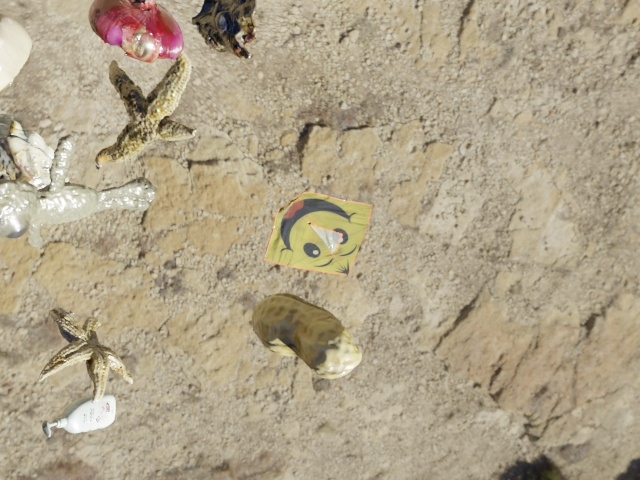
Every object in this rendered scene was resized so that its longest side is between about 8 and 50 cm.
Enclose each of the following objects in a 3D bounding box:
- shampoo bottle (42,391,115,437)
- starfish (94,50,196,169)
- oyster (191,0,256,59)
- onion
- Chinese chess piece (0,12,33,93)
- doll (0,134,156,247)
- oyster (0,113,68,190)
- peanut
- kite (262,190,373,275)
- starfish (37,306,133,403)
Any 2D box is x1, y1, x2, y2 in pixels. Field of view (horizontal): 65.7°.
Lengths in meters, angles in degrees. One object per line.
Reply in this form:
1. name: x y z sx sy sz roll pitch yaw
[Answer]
1. shampoo bottle: -0.505 0.366 1.035 0.152 0.045 0.077 8 84 -59
2. starfish: -0.548 -0.400 1.479 0.082 0.432 0.323 -19 103 -58
3. oyster: -0.293 -0.684 1.498 0.096 0.361 0.221 5 109 -41
4. onion: -0.285 -0.368 0.794 0.150 0.150 0.140 13 126 -28
5. Chinese chess piece: -0.875 -0.479 1.303 0.250 0.250 0.103 -43 140 2
6. doll: -0.399 -0.052 0.775 0.203 0.286 0.091 -32 80 6
7. oyster: -0.804 -0.201 1.317 0.355 0.107 0.201 36 101 -16
8. peanut: -0.036 0.208 1.094 0.147 0.306 0.147 -25 123 -46
9. kite: 0.000 -0.001 1.484 0.378 0.013 0.327 -29 121 17
10. starfish: -0.490 0.237 1.046 0.062 0.277 0.235 -39 102 0
